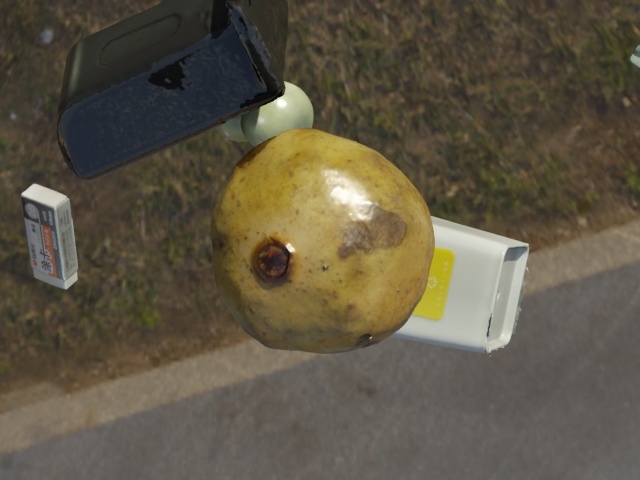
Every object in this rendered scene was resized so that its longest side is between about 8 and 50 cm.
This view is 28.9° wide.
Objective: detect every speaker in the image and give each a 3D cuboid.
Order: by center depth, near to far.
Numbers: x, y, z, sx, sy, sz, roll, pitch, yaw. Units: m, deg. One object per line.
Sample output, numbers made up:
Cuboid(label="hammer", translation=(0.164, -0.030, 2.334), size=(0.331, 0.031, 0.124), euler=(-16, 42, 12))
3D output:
Cuboid(label="speaker", translation=(-0.206, -0.246, 1.606), size=(0.388, 0.180, 0.184), euler=(-21, 138, 26))

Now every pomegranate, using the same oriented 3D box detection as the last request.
Cuboid(label="pomegranate", translation=(0.000, 0.000, 1.506), size=(0.281, 0.281, 0.281), euler=(-2, 121, -3))

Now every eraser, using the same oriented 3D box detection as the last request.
Cuboid(label="eraser", translation=(-0.311, -0.003, 1.428), size=(0.052, 0.029, 0.122), euler=(19, 131, 23))

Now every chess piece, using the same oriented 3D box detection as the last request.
Cuboid(label="chess piece", translation=(-0.121, -0.207, 1.806), size=(0.251, 0.144, 0.144), euler=(25, 127, 30))

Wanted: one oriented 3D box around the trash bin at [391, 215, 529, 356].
Cuboid(label="trash bin", translation=(0.144, 0.053, 2.048), size=(0.368, 0.296, 0.255), euler=(12, 94, 21))

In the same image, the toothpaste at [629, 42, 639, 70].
Cuboid(label="toothpaste", translation=(0.577, -0.403, 1.771), size=(0.061, 0.099, 0.392), euler=(10, 116, -46))
